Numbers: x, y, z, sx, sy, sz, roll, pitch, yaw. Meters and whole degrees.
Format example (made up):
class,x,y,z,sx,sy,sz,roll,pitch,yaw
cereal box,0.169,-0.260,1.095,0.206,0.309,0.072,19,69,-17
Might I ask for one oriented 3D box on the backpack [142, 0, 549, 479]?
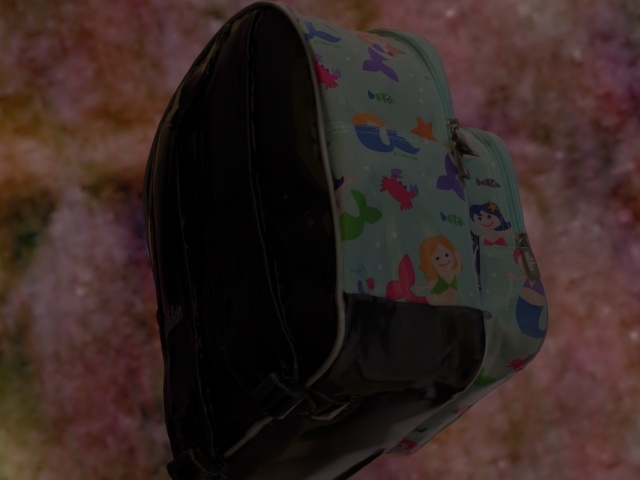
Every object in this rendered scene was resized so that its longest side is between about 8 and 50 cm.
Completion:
class,x,y,z,sx,sy,sz,roll,pitch,yaw
backpack,0.000,0.000,1.040,0.225,0.191,0.253,-46,-130,46
